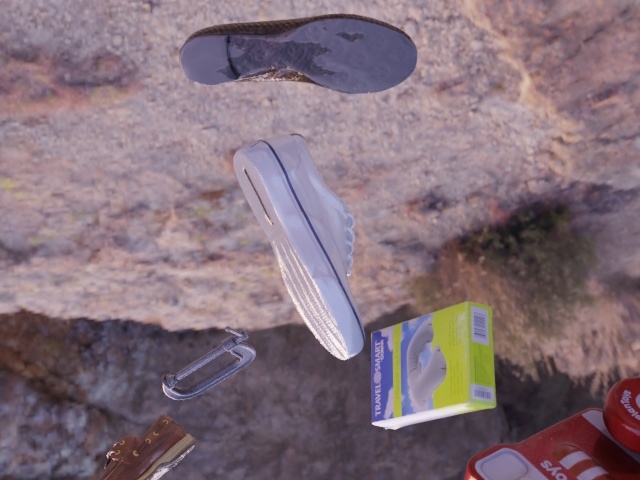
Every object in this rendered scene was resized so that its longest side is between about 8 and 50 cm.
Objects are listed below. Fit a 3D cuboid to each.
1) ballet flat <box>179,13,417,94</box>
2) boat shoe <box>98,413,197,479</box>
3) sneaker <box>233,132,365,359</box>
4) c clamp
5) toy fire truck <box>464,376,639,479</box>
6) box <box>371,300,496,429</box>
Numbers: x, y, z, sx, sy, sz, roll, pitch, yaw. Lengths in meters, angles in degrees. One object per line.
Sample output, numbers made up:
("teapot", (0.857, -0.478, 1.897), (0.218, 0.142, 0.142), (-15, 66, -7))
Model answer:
("ballet flat", (-0.023, -0.195, 0.968), (0.249, 0.058, 0.084), (0, 117, 13))
("boat shoe", (-0.216, 0.254, 1.051), (0.064, 0.060, 0.178), (-48, 169, 35))
("sneaker", (0.000, 0.000, 1.019), (0.091, 0.258, 0.094), (-25, -178, -24))
("c clamp", (-0.157, 0.170, 1.290), (0.160, 0.022, 0.137), (-35, 153, 12))
("toy fire truck", (0.334, 0.304, 1.000), (0.253, 0.302, 0.169), (-18, 131, -29))
("box", (0.111, 0.138, 1.006), (0.042, 0.109, 0.178), (16, 154, -32))
